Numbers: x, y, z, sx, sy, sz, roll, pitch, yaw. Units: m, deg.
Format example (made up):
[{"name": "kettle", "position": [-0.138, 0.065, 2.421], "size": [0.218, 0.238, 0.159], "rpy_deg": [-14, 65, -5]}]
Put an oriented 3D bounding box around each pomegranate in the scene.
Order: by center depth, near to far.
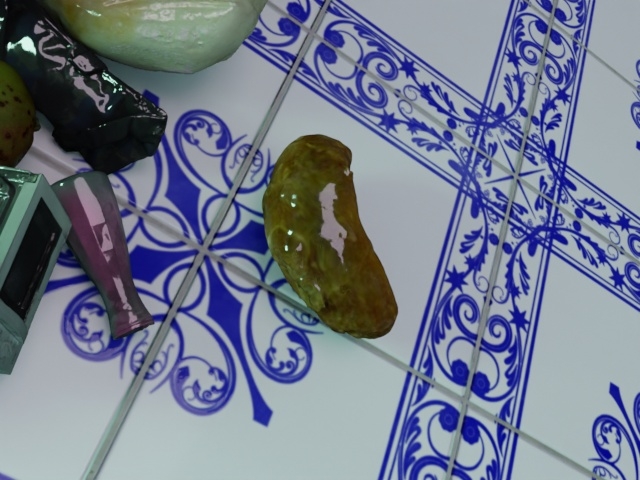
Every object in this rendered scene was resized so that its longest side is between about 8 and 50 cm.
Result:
[{"name": "pomegranate", "position": [-0.446, -0.153, 0.865], "size": [0.205, 0.159, 0.159], "rpy_deg": [9, 65, -40]}]

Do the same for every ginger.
[{"name": "ginger", "position": [0.000, 0.000, 1.057], "size": [0.172, 0.165, 0.322], "rpy_deg": [-11, 81, -26]}]

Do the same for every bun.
[{"name": "bun", "position": [-0.247, -0.414, 1.056], "size": [0.364, 0.219, 0.366], "rpy_deg": [2, 80, -12]}]

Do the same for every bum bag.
[{"name": "bum bag", "position": [-0.355, -0.213, 0.972], "size": [0.310, 0.137, 0.074], "rpy_deg": [41, 13, -7]}]

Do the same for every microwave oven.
[{"name": "microwave oven", "position": [-0.399, 0.026, 0.804], "size": [0.162, 0.122, 0.208], "rpy_deg": [9, 61, 5]}]

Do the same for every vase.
[{"name": "vase", "position": [-0.283, 0.022, 0.933], "size": [0.086, 0.086, 0.214], "rpy_deg": [-20, 85, -35]}]
